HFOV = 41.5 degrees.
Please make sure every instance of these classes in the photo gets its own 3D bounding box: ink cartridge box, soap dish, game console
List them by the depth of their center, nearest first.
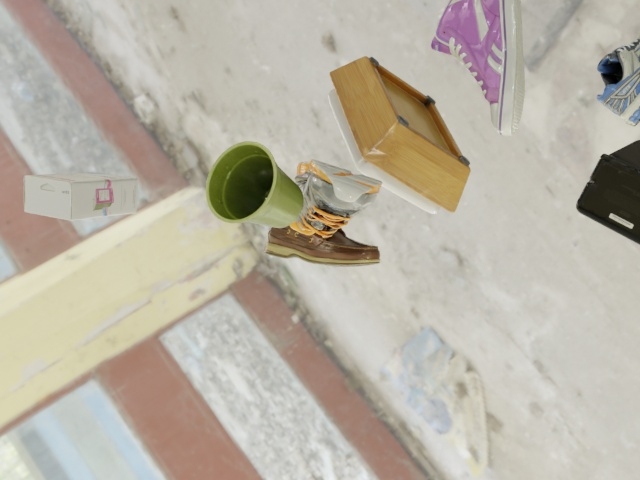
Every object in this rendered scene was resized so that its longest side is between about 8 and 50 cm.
[{"bbox_3d":[0.370,-0.051,0.944,0.122,0.071,0.107,36,107,42],"label":"game console"},{"bbox_3d":[-0.317,-0.061,1.121,0.089,0.122,0.052,9,99,30],"label":"ink cartridge box"},{"bbox_3d":[0.143,-0.200,1.552,0.229,0.118,0.290,27,-151,-32],"label":"soap dish"}]

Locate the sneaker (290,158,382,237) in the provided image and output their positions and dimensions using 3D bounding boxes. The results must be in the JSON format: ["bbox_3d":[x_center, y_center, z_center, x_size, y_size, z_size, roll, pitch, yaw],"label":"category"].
[{"bbox_3d":[0.009,-0.042,0.954,0.084,0.083,0.215,20,179,-9],"label":"sneaker"}]

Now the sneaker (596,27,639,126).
[{"bbox_3d":[0.317,-0.182,0.860,0.058,0.135,0.052,25,149,1],"label":"sneaker"}]

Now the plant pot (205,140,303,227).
[{"bbox_3d":[-0.058,-0.047,0.845,0.083,0.083,0.079,41,-173,33],"label":"plant pot"}]

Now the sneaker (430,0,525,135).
[{"bbox_3d":[0.280,-0.315,1.512,0.102,0.161,0.282,34,-126,-65],"label":"sneaker"}]

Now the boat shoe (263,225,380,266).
[{"bbox_3d":[0.000,0.000,1.110,0.178,0.064,0.060,9,95,37],"label":"boat shoe"}]
